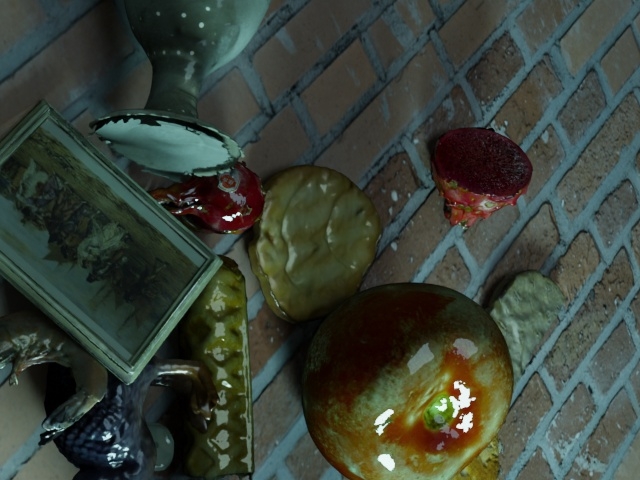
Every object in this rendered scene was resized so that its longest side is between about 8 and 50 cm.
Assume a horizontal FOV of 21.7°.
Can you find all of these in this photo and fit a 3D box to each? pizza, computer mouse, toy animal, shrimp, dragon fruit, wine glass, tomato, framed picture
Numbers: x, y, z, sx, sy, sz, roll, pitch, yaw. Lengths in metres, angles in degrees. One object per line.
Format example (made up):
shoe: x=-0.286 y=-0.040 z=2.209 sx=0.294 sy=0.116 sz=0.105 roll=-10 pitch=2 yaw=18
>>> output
pizza: x=0.196 y=0.290 z=2.322 sx=0.154 sy=0.069 sz=0.194 roll=40 pitch=50 yaw=-40
computer mouse: x=-0.217 y=0.226 z=1.864 sx=0.110 sy=0.032 sz=0.056 roll=18 pitch=63 yaw=-32
toy animal: x=-0.211 y=0.168 z=1.790 sx=0.185 sy=0.122 sz=0.298 roll=-15 pitch=82 yaw=-25
shrimp: x=-0.317 y=0.143 z=1.678 sx=0.219 sy=0.046 sz=0.152 roll=-13 pitch=58 yaw=-33
dragon fruit: x=-0.137 y=-0.046 z=1.945 sx=0.190 sy=0.094 sz=0.094 roll=-7 pitch=91 yaw=-44
dragon fruit: x=0.218 y=-0.080 z=2.372 sx=0.153 sy=0.153 sz=0.111 roll=-43 pitch=161 yaw=-43
wine glass: x=-0.146 y=-0.255 z=1.876 sx=0.190 sy=0.190 sz=0.357 roll=31 pitch=62 yaw=-44
tomato: x=0.097 y=0.175 z=2.087 sx=0.270 sy=0.222 sz=0.270 roll=-12 pitch=114 yaw=-27
framed picture: x=-0.248 y=-0.004 z=1.766 sx=0.274 sy=0.017 sz=0.217 roll=41 pitch=48 yaw=-9

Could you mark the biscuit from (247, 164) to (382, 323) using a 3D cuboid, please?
biscuit: x=-0.004 y=0.001 z=2.138 sx=0.260 sy=0.041 sz=0.203 roll=-17 pitch=96 yaw=-50

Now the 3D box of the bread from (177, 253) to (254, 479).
bread: x=-0.123 y=0.148 z=1.941 sx=0.098 sy=0.087 sz=0.269 roll=3 pitch=83 yaw=-46

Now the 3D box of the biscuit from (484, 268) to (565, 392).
biscuit: x=0.287 y=0.121 z=2.472 sx=0.250 sy=0.032 sz=0.133 roll=-53 pitch=125 yaw=-38
